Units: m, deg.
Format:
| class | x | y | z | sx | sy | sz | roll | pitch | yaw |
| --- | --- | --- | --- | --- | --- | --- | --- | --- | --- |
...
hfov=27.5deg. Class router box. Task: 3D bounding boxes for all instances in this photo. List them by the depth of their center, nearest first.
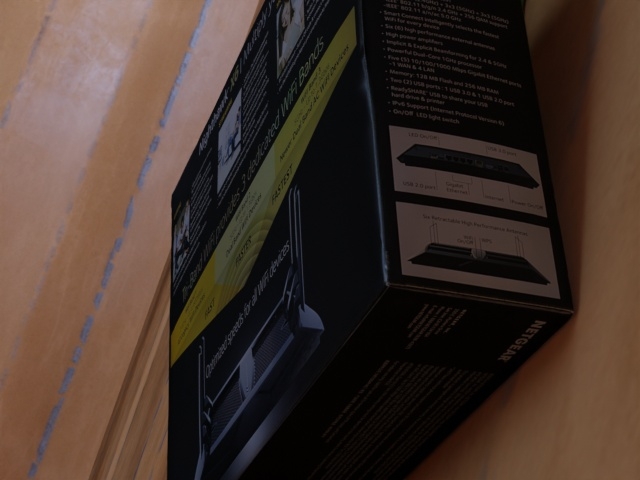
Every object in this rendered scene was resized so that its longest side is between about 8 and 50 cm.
| class | x | y | z | sx | sy | sz | roll | pitch | yaw |
| --- | --- | --- | --- | --- | --- | --- | --- | --- | --- |
| router box | 0.000 | 0.000 | 0.645 | 0.309 | 0.081 | 0.242 | 124 | 149 | -52 |
